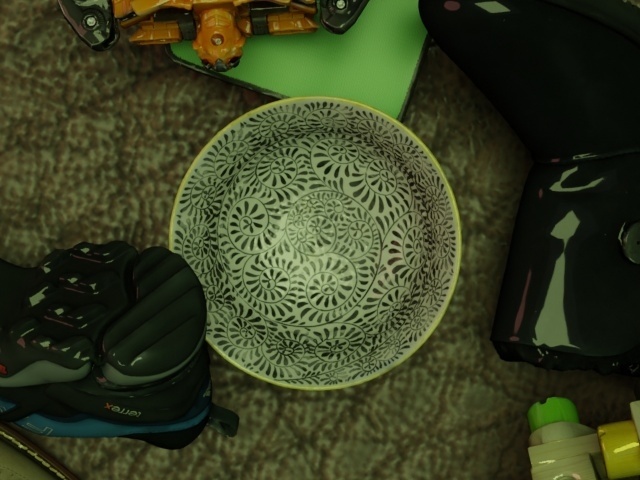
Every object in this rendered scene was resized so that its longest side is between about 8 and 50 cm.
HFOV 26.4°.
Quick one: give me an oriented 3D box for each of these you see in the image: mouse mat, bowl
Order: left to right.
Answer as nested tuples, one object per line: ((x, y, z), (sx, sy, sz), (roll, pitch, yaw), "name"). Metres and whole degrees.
((0.000, 0.000, 0.817), (0.170, 0.080, 0.170), (0, 93, 6), "bowl")
((0.005, -0.173, 0.817), (0.152, 0.007, 0.189), (19, 88, 0), "mouse mat")

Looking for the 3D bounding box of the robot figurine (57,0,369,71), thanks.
((-0.061, -0.236, 0.773), (0.211, 0.085, 0.291), (-3, 85, 3), "robot figurine")

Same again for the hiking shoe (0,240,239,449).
((-0.205, 0.062, 0.798), (0.304, 0.132, 0.113), (12, 50, 18), "hiking shoe")

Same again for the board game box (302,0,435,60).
((0.092, -0.347, 0.856), (0.390, 0.050, 0.390), (-23, 88, -2), "board game box")

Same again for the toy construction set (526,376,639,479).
((0.249, 0.134, 0.770), (0.328, 0.215, 0.151), (-23, 49, -3), "toy construction set")

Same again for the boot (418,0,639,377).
((0.136, -0.031, 0.783), (0.246, 0.094, 0.207), (17, 84, -37), "boot")

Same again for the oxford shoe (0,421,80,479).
((-0.154, 0.228, 0.782), (0.123, 0.130, 0.348), (-41, 89, -3), "oxford shoe")
